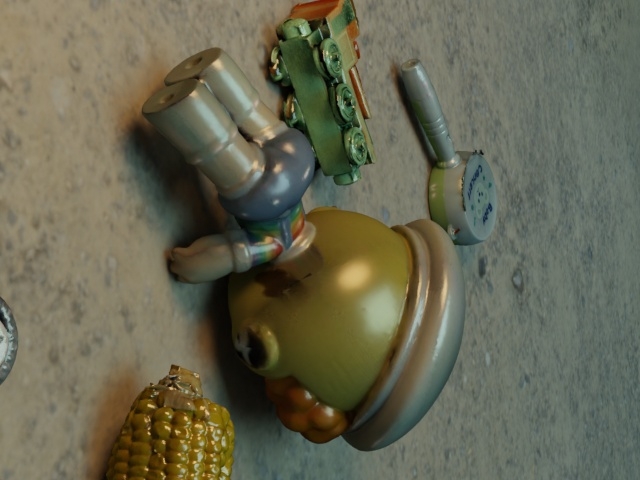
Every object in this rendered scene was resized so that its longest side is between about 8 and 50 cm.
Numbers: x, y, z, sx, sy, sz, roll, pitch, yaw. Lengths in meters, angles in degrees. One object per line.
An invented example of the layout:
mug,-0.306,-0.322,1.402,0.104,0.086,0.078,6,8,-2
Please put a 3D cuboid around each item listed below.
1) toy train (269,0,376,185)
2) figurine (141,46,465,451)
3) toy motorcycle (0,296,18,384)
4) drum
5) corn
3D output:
toy train,0.012,-0.148,1.257,0.118,0.074,0.176,-54,130,-53
figurine,-0.010,0.019,1.078,0.382,0.205,0.224,46,41,-37
toy motorcycle,-0.279,0.019,0.701,0.171,0.110,0.260,-52,126,-34
drum,0.159,-0.113,1.529,0.130,0.049,0.253,-45,125,-52
corn,-0.119,0.224,0.956,0.097,0.097,0.262,29,63,-56
